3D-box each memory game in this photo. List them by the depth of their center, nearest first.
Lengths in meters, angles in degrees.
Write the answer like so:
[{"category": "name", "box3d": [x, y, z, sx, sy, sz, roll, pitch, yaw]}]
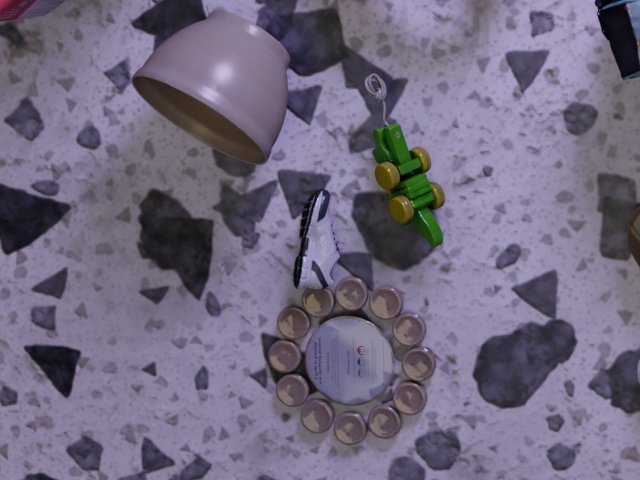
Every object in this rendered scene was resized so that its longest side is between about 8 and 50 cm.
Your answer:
[{"category": "memory game", "box3d": [0.033, 0.129, 1.971, 0.186, 0.012, 0.186, 3, 101, 14]}]

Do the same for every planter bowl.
[{"category": "planter bowl", "box3d": [-0.097, -0.166, 1.890, 0.162, 0.162, 0.109, 30, 79, 7]}]

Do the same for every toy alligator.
[{"category": "toy alligator", "box3d": [0.077, -0.079, 1.906, 0.051, 0.056, 0.190, -17, 97, 57]}]

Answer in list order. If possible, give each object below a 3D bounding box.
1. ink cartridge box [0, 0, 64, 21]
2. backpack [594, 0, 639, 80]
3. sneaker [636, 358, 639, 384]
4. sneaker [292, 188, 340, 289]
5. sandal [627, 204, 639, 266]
[{"category": "ink cartridge box", "box3d": [-0.252, -0.329, 1.879, 0.237, 0.172, 0.100, -34, 91, 17]}, {"category": "backpack", "box3d": [0.375, -0.208, 1.744, 0.188, 0.166, 0.144, -22, 95, 20]}, {"category": "sneaker", "box3d": [0.403, 0.190, 1.845, 0.212, 0.094, 0.080, 44, 108, 4]}, {"category": "sneaker", "box3d": [0.000, 0.000, 1.946, 0.043, 0.040, 0.109, 8, 92, -14]}, {"category": "sandal", "box3d": [0.382, 0.023, 1.849, 0.180, 0.049, 0.072, 31, 112, -8]}]
